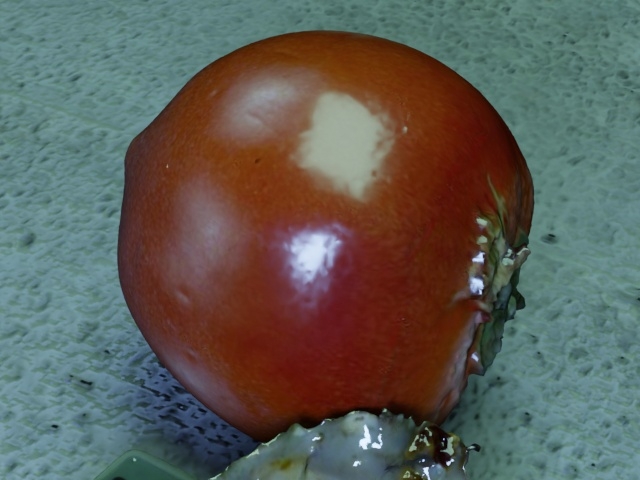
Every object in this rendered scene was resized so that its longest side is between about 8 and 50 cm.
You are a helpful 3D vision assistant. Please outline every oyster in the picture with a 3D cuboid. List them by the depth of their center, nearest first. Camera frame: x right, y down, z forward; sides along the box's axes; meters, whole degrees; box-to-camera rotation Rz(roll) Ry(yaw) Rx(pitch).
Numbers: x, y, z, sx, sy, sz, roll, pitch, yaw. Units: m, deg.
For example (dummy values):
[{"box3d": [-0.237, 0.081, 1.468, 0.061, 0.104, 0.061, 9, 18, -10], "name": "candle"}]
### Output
[{"box3d": [-0.032, 0.221, 1.192, 0.337, 0.133, 0.197, -2, 48, -27], "name": "oyster"}]

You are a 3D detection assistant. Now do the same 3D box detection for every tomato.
[{"box3d": [0.000, 0.000, 1.371, 0.322, 0.321, 0.321, 4, 35, -3], "name": "tomato"}]

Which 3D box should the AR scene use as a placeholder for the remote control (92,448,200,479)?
[{"box3d": [-0.168, 0.245, 1.231, 0.123, 0.038, 0.285, 27, 40, 25], "name": "remote control"}]
